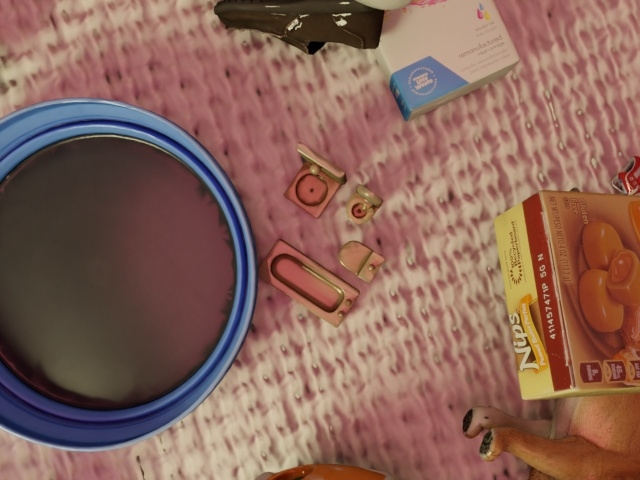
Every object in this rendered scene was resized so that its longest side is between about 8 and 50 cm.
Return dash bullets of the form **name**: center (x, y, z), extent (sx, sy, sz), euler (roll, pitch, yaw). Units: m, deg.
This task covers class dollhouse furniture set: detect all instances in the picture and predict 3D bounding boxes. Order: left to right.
- **dollhouse furniture set**: center (0.000, 0.000, 0.807), extent (0.144, 0.123, 0.151), euler (34, 92, 2)

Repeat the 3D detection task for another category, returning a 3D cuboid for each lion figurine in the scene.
- **lion figurine**: center (0.302, 0.163, 0.790), extent (0.240, 0.142, 0.392), euler (21, 87, -5)

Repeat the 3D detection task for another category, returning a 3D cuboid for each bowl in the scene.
- **bowl**: center (-0.261, 0.037, 0.838), extent (0.391, 0.077, 0.391), euler (0, 90, 5)

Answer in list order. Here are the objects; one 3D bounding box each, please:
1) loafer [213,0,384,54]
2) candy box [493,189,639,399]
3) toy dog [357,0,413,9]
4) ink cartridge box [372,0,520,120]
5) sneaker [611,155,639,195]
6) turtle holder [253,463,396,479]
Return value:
- **loafer**: center (-0.027, -0.238, 0.803), extent (0.220, 0.080, 0.078), euler (14, 133, 36)
- **candy box**: center (0.338, 0.054, 0.723), extent (0.316, 0.087, 0.183), euler (1, 73, -19)
- **toy dog**: center (-0.033, -0.334, 0.719), extent (0.333, 0.161, 0.220), euler (11, 52, 32)
- **ink cartridge box**: center (0.110, -0.270, 0.824), extent (0.134, 0.078, 0.231), euler (-25, 89, 3)
- **sneaker**: center (0.361, -0.038, 0.831), extent (0.067, 0.042, 0.118), euler (16, 83, -1)
- **turtle holder**: center (0.004, 0.381, 0.778), extent (0.227, 0.243, 0.320), euler (22, 131, 18)
